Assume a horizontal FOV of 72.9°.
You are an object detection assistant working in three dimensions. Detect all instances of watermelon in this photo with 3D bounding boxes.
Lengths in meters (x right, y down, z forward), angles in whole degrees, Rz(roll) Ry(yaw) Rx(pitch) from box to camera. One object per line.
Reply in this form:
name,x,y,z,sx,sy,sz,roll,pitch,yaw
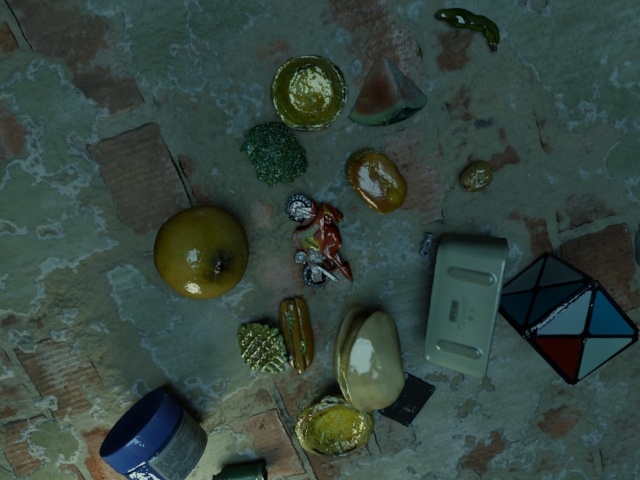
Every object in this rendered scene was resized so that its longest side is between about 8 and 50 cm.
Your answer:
watermelon,0.180,-0.388,1.198,0.207,0.136,0.202,-6,67,27

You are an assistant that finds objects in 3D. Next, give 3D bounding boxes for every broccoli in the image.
broccoli,-0.122,-0.234,1.184,0.195,0.156,0.196,7,69,-18

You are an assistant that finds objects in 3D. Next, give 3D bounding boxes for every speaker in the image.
speaker,0.425,0.185,1.283,0.184,0.183,0.407,9,106,20

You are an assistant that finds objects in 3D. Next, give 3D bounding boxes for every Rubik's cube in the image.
Rubik's cube,0.705,0.221,1.279,0.248,0.246,0.250,-44,103,10

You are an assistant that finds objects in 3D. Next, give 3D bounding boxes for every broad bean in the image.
broad bean,0.401,-0.574,1.148,0.195,0.046,0.061,26,101,-10

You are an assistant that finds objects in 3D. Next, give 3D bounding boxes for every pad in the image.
pad,-0.164,0.331,1.379,0.112,0.003,0.157,-30,96,30

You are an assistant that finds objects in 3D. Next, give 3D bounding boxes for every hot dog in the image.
hot dog,-0.074,0.301,1.372,0.100,0.068,0.250,-8,106,2

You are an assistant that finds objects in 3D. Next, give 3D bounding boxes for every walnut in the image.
walnut,0.451,-0.183,1.246,0.096,0.083,0.079,-34,132,7

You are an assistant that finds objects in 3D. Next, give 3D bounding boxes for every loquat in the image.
loquat,-0.321,0.034,1.196,0.262,0.263,0.263,0,106,-2

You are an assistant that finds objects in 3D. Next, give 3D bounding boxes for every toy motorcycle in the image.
toy motorcycle,-0.002,0.000,1.277,0.171,0.089,0.298,-14,106,1

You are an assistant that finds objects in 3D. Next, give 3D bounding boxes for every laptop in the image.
laptop,0.294,0.545,1.481,0.129,0.016,0.180,28,102,-10

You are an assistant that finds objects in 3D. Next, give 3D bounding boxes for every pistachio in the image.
pistachio,0.143,0.360,1.318,0.229,0.238,0.321,5,102,39

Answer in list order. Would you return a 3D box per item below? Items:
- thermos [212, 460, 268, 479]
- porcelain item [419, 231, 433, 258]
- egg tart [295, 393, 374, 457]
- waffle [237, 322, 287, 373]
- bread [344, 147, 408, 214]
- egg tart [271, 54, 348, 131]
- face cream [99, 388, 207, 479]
thermos,-0.283,0.823,1.520,0.187,0.083,0.073,-9,84,3
porcelain item,0.324,0.017,1.323,0.036,0.028,0.083,6,107,-6
egg tart,0.040,0.594,1.439,0.290,0.107,0.291,-3,117,-5
waffle,-0.183,0.341,1.369,0.169,0.036,0.184,-3,110,23
bread,0.159,-0.168,1.227,0.132,0.114,0.190,-43,108,8
egg tart,-0.030,-0.395,1.164,0.212,0.090,0.213,-1,104,-5
face cream,-0.515,0.638,1.363,0.249,0.249,0.225,-35,105,8
